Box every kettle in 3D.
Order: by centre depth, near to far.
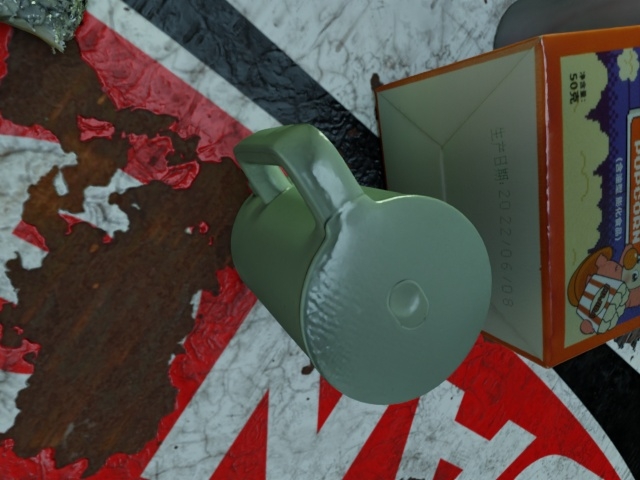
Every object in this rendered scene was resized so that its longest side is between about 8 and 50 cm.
[{"bbox_3d":[0.015,0.001,0.502,0.205,0.318,0.265,-7,104,-19],"label":"kettle"}]

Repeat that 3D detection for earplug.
[{"bbox_3d":[0.434,-0.316,0.616,0.172,0.301,0.173,-4,102,-22],"label":"earplug"}]

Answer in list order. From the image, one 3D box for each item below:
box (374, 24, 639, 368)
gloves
[{"bbox_3d":[0.276,-0.075,0.591,0.256,0.318,0.349,-15,104,-20],"label":"box"},{"bbox_3d":[-0.296,-0.291,0.445,0.114,0.070,0.153,11,87,-48],"label":"gloves"}]
